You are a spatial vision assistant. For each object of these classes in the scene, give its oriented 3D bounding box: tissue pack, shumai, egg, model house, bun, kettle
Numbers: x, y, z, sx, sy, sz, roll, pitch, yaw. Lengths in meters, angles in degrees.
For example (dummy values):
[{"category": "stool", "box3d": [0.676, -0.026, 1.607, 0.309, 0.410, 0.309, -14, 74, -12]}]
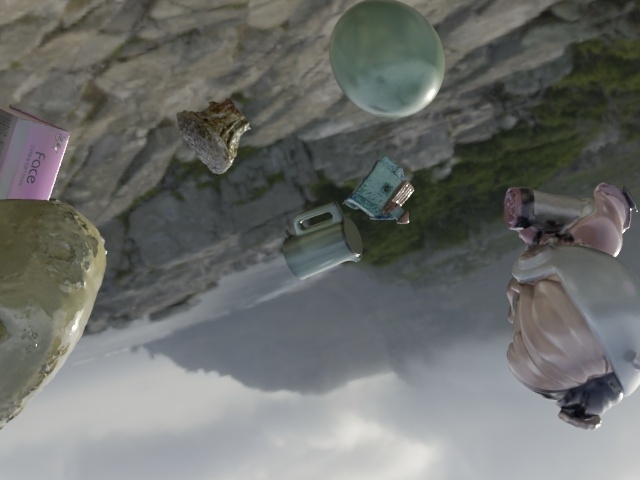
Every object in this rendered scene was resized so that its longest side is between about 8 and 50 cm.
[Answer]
[{"category": "tissue pack", "box3d": [-0.515, -0.140, 1.389, 0.092, 0.148, 0.246, 16, -174, -45]}, {"category": "shumai", "box3d": [-0.193, -0.208, 1.646, 0.116, 0.145, 0.145, -40, -177, -20]}, {"category": "egg", "box3d": [0.121, -0.339, 1.601, 0.203, 0.203, 0.282, -15, -144, -13]}, {"category": "model house", "box3d": [0.154, -0.100, 2.008, 0.148, 0.149, 0.119, -49, 180, -5]}, {"category": "bun", "box3d": [-0.440, 0.090, 1.086, 0.362, 0.234, 0.326, -51, -161, -12]}, {"category": "kettle", "box3d": [0.003, 0.002, 1.831, 0.148, 0.126, 0.098, -22, 162, 24]}]

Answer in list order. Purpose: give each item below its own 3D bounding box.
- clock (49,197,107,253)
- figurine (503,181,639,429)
[{"category": "clock", "box3d": [-0.603, -0.024, 1.875, 0.186, 0.083, 0.253, 11, 158, 27]}, {"category": "figurine", "box3d": [0.380, 0.077, 1.288, 0.211, 0.253, 0.361, -31, -148, 35]}]
